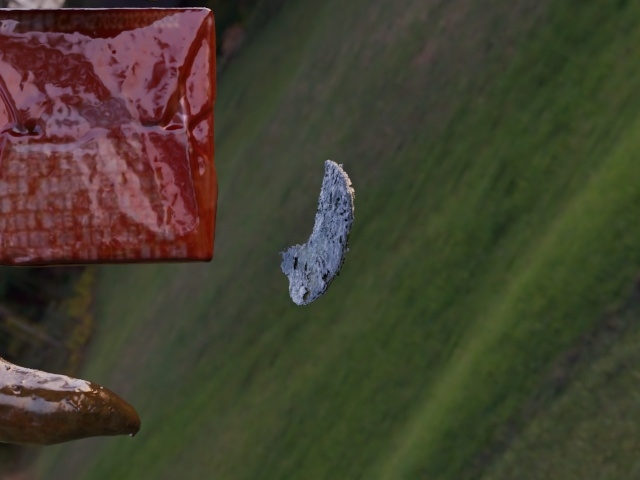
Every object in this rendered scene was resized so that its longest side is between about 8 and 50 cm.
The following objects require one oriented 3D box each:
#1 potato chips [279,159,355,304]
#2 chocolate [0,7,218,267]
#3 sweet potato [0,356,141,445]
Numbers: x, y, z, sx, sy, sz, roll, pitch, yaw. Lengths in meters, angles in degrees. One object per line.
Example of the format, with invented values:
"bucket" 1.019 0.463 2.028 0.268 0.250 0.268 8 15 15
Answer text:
"potato chips" -0.004 -0.001 2.219 0.202 0.029 0.220 -105 34 -48
"chocolate" -0.211 -0.094 1.439 0.108 0.237 0.235 -19 -72 -89
"sweet potato" -0.322 0.152 1.535 0.097 0.291 0.097 22 -90 -86
